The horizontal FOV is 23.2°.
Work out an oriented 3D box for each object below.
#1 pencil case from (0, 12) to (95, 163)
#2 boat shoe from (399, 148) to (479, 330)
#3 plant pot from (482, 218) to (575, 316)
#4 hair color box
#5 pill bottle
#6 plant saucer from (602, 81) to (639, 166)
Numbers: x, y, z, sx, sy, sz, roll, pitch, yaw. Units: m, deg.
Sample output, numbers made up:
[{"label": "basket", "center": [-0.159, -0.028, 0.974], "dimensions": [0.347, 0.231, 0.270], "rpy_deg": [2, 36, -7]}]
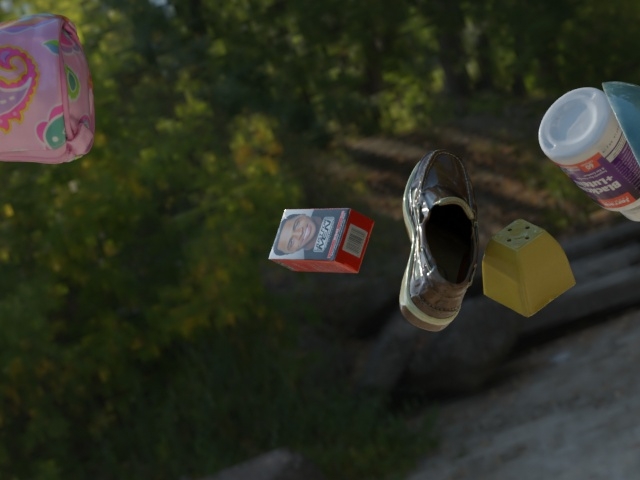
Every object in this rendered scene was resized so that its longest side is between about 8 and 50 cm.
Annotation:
[{"label": "pencil case", "center": [-0.317, -0.101, 1.190], "dimensions": [0.284, 0.124, 0.124], "rpy_deg": [-7, 1, 1]}, {"label": "boat shoe", "center": [0.151, -0.018, 1.811], "dimensions": [0.095, 0.257, 0.095], "rpy_deg": [15, -41, -13]}, {"label": "plant pot", "center": [0.239, 0.025, 1.830], "dimensions": [0.081, 0.083, 0.081], "rpy_deg": [-33, 36, -23]}, {"label": "hair color box", "center": [0.000, 0.000, 1.932], "dimensions": [0.043, 0.072, 0.141], "rpy_deg": [26, -16, -33]}, {"label": "pill bottle", "center": [0.373, -0.104, 1.999], "dimensions": [0.108, 0.108, 0.193], "rpy_deg": [-20, -40, 33]}, {"label": "plant saucer", "center": [0.329, -0.002, 1.322], "dimensions": [0.043, 0.318, 0.317], "rpy_deg": [-27, -1, 12]}]
